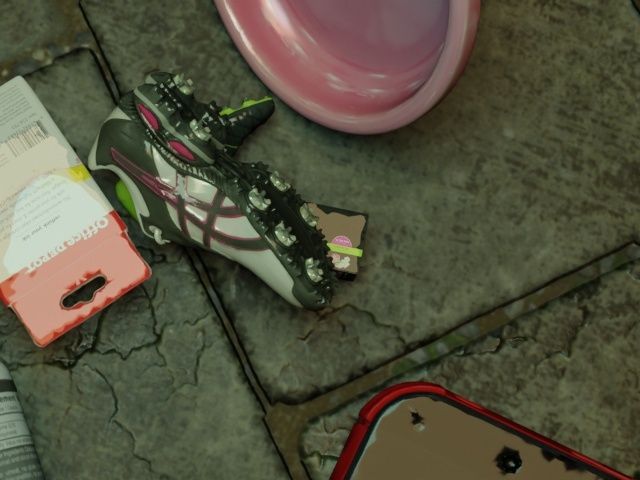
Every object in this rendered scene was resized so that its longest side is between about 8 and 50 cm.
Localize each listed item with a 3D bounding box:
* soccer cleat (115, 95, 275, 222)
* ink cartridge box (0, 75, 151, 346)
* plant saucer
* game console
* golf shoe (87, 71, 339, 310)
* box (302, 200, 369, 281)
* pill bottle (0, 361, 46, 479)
[{"bbox_3d":[-0.114,-0.077,1.518,0.179,0.060,0.072,-32,93,-4],"label":"soccer cleat"},{"bbox_3d":[-0.273,-0.022,1.478,0.134,0.078,0.231,-33,84,-10],"label":"ink cartridge box"},{"bbox_3d":[0.026,-0.266,1.451,0.084,0.332,0.332,-30,83,-39],"label":"plant saucer"},{"bbox_3d":[0.164,0.348,1.467,0.386,0.060,0.342,25,83,0],"label":"game console"},{"bbox_3d":[-0.095,-0.029,1.453,0.120,0.105,0.273,-42,88,23],"label":"golf shoe"},{"bbox_3d":[0.000,0.000,1.512,0.083,0.052,0.062,11,79,-2],"label":"box"},{"bbox_3d":[-0.335,0.201,1.387,0.161,0.161,0.283,-19,82,-8],"label":"pill bottle"}]
